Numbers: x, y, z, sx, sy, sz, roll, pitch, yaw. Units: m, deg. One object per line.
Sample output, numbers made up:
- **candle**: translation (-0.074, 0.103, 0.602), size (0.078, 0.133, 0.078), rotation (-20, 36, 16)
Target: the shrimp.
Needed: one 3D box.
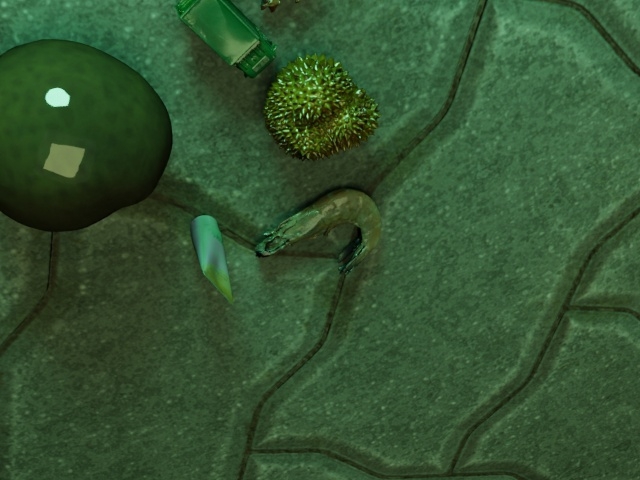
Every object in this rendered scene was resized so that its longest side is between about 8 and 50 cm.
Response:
- **shrimp**: translation (0.000, 0.000, 1.354), size (0.219, 0.046, 0.152), rotation (-24, 124, 0)

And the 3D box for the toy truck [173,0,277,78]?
- **toy truck**: translation (-0.125, -0.287, 1.097), size (0.065, 0.079, 0.147), rotation (-41, 127, 12)

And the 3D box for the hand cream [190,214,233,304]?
- **hand cream**: translation (-0.168, 0.026, 1.239), size (0.047, 0.174, 0.076), rotation (-33, 126, 7)

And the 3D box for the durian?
- **durian**: translation (-0.006, -0.193, 1.171), size (0.168, 0.137, 0.158), rotation (-22, 108, 16)

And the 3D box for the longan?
- **longan**: translation (-0.326, -0.132, 1.039), size (0.258, 0.258, 0.258), rotation (-8, 125, -11)

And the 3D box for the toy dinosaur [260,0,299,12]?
- **toy dinosaur**: translation (-0.031, -0.370, 1.086), size (0.055, 0.049, 0.154), rotation (27, 118, -26)
